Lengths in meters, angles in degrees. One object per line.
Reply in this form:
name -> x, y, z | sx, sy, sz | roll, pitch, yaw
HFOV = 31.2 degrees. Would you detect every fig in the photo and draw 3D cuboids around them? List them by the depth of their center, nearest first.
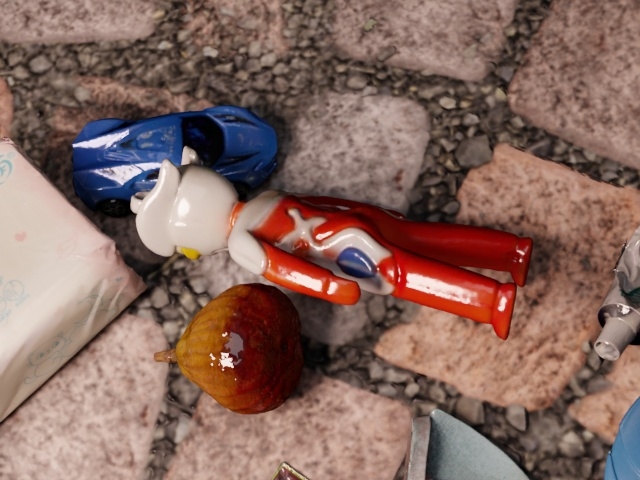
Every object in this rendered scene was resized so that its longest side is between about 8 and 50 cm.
fig -> -0.078, 0.111, 1.069 | 0.119, 0.153, 0.119 | 15, 58, -26

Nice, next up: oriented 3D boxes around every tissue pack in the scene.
tissue pack -> -0.335, 0.058, 1.105 | 0.271, 0.124, 0.201 | -43, 71, -11

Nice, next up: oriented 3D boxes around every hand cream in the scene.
hand cream -> 0.321, 0.006, 1.064 | 0.084, 0.050, 0.257 | 26, 67, 16

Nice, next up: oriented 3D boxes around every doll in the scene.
doll -> 0.000, 0.000, 1.064 | 0.384, 0.188, 0.099 | 15, 112, 14

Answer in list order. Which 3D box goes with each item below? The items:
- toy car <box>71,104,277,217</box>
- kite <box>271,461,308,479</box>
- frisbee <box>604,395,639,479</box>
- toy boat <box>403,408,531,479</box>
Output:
toy car -> -0.151, -0.088, 1.168 | 0.216, 0.063, 0.103 | -8, 66, 5
kite -> -0.024, 0.259, 1.032 | 0.222, 0.008, 0.125 | -13, 66, 4
frisbee -> 0.365, 0.212, 0.973 | 0.242, 0.045, 0.242 | -4, 67, 9
toy boat -> 0.137, 0.202, 1.024 | 0.122, 0.034, 0.096 | 7, 68, 2
